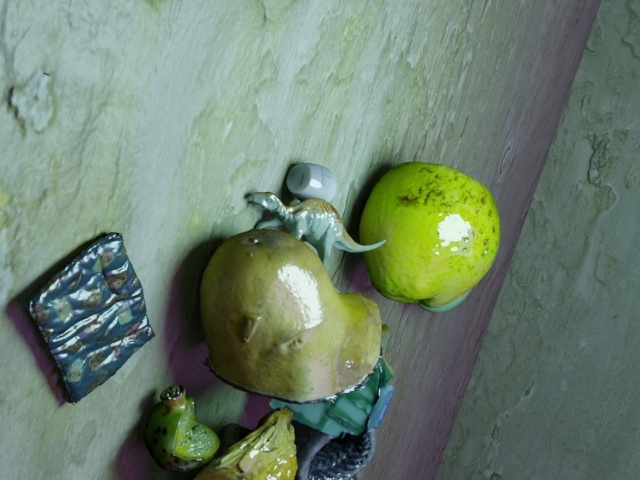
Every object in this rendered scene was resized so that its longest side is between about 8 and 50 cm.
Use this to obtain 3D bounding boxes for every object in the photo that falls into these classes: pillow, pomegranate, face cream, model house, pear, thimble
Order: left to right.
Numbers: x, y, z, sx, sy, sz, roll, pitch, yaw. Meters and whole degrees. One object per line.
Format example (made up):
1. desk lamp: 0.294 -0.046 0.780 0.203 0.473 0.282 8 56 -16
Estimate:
1. pillow: -0.355 0.125 1.055 0.189 0.034 0.255 -44 144 -37
2. pomegranate: -0.280 0.363 1.274 0.169 0.122 0.143 60 20 -22
3. face cream: -0.019 -0.119 1.408 0.095 0.091 0.091 18 93 -53
4. thimble: 0.017 0.537 1.784 0.245 0.157 0.217 -46 127 2
5. model house: 0.053 0.322 1.638 0.329 0.295 0.251 27 82 -68
6. pear: 0.267 -0.006 1.702 0.391 0.391 0.391 -39 141 -42

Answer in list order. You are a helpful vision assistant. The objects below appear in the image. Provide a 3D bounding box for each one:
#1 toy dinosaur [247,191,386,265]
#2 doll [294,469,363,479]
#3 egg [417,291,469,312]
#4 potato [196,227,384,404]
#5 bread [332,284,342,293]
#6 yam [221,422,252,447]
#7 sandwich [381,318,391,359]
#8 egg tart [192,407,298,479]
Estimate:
1. toy dinosaur: 0.000 0.000 1.426 0.393 0.092 0.205 8 122 -29
2. doll: -0.011 0.705 1.919 0.174 0.235 0.330 60 32 -2
3. egg: 0.383 0.102 2.122 0.220 0.220 0.269 -14 129 -56
4. potato: -0.039 0.119 1.292 0.397 0.290 0.296 -2 121 -15
5. bread: 0.025 0.158 1.718 0.073 0.053 0.214 -66 149 -13
6. yam: -0.166 0.496 1.619 0.061 0.061 0.253 -60 151 -14
7. sandwich: 0.095 0.371 1.940 0.288 0.100 0.254 -44 151 -36
8. egg tart: -0.147 0.499 1.394 0.351 0.153 0.339 -54 167 23
